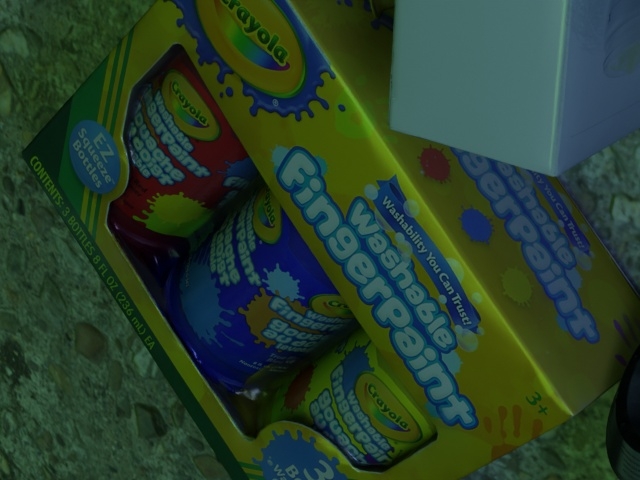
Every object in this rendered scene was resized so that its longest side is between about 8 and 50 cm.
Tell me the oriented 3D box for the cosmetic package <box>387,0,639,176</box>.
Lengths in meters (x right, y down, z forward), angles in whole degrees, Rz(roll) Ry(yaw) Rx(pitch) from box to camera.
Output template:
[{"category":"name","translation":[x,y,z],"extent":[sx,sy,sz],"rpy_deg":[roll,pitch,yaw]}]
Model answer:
[{"category":"cosmetic package","translation":[0.164,-0.189,1.065],"extent":[0.138,0.224,0.224],"rpy_deg":[21,122,33]}]

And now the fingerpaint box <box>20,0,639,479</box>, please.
[{"category":"fingerpaint box","translation":[0.000,0.000,1.337],"extent":[0.371,0.163,0.445],"rpy_deg":[-38,84,44]}]

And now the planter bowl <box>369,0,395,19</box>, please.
[{"category":"planter bowl","translation":[0.086,-0.264,1.152],"extent":[0.090,0.217,0.217],"rpy_deg":[3,115,7]}]

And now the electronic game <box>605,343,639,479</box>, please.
[{"category":"electronic game","translation":[0.288,0.087,1.096],"extent":[0.229,0.229,0.048],"rpy_deg":[-23,119,44]}]

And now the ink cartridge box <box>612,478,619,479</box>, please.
[{"category":"ink cartridge box","translation":[0.372,0.325,1.097],"extent":[0.285,0.166,0.395],"rpy_deg":[-22,77,44]}]
